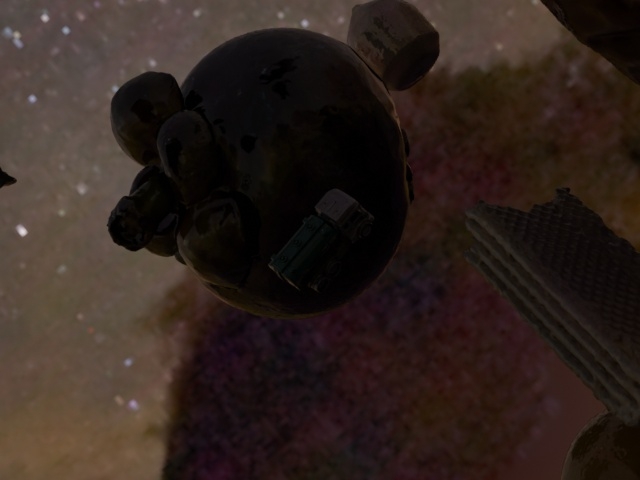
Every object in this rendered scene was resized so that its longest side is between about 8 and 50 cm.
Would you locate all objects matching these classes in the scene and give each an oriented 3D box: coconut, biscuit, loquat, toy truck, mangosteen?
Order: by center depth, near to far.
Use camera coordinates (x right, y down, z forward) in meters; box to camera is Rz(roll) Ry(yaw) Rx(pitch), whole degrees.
[{"bbox_3d":[0.000,0.000,1.056,0.083,0.039,0.044,-50,-36,-8],"label":"toy truck"},{"bbox_3d":[0.212,0.046,1.081,0.108,0.239,0.062,-10,-48,-30],"label":"biscuit"},{"bbox_3d":[0.272,0.207,1.149,0.149,0.172,0.204,-39,30,19],"label":"loquat"},{"bbox_3d":[-0.055,-0.071,1.523,0.330,0.330,0.330,-39,-11,-9],"label":"mangosteen"},{"bbox_3d":[0.084,-0.252,1.776,0.110,0.124,0.110,-36,-18,-14],"label":"coconut"}]

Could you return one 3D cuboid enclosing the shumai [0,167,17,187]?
[{"bbox_3d":[-0.466,-0.086,1.186,0.395,0.348,0.395,-24,4,2],"label":"shumai"}]

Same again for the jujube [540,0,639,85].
[{"bbox_3d":[0.341,-0.248,1.180,0.276,0.377,0.276,-61,10,18],"label":"jujube"}]
